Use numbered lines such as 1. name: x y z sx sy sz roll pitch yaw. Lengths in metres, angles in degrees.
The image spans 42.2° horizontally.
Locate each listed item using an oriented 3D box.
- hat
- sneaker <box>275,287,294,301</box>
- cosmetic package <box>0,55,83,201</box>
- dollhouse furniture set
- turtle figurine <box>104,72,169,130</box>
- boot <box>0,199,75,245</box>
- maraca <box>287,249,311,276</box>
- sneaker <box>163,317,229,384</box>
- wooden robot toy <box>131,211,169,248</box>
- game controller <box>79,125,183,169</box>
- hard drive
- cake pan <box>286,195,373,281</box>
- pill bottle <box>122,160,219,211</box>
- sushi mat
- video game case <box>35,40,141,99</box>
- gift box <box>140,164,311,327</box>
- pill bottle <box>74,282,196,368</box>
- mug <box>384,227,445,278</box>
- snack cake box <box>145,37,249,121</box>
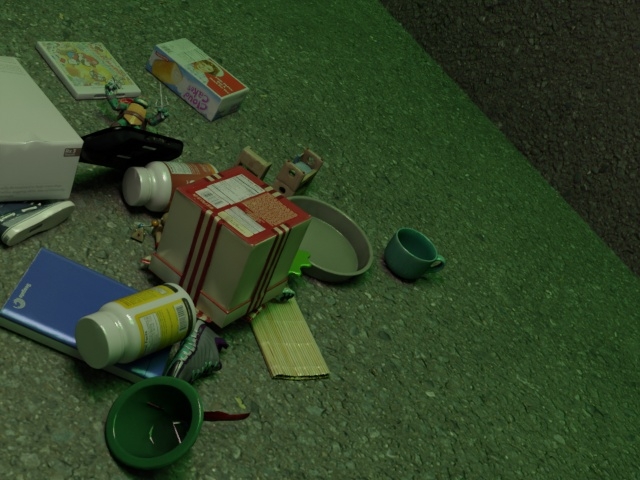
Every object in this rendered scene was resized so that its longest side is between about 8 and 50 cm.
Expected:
1. hat: -0.264 0.362 1.533 0.209 0.183 0.173 0 59 13
2. sneaker: -0.110 0.106 1.935 0.098 0.038 0.069 7 42 -36
3. cosmetic package: -0.697 -0.250 1.783 0.217 0.156 0.385 -4 41 -42
4. dollhouse furniture set: -0.114 -0.210 2.281 0.184 0.129 0.129 38 34 7
5. turtle figurine: -0.478 -0.323 2.138 0.175 0.118 0.234 13 52 -4
6. boot: -0.609 -0.062 1.741 0.086 0.069 0.190 45 36 7
7. maraca: -0.109 0.026 2.007 0.186 0.099 0.127 33 50 19
8. sneaker: -0.243 0.246 1.649 0.098 0.083 0.223 33 33 -9
9. wooden robot toy: -0.343 -0.027 1.908 0.173 0.079 0.076 8 41 -32
10. game controller: -0.446 -0.213 1.917 0.067 0.166 0.319 68 16 7
11. hard drive: -0.443 0.151 1.637 0.319 0.040 0.210 26 35 -11
12. cake pan: 0.000 0.000 2.180 0.293 0.054 0.293 22 35 -16
13. pill bottle: -0.356 -0.128 1.988 0.216 0.121 0.121 -3 48 -41
14. sushi mat: -0.095 0.187 1.898 0.151 0.019 0.316 5 42 -36
15. video game case: -0.634 -0.469 2.273 0.206 0.026 0.227 -14 55 -48
16. gift box: -0.217 0.019 1.780 0.255 0.258 0.276 39 36 23
17. pill bottle: -0.346 0.161 1.561 0.119 0.119 0.208 47 36 19
18. mug: 0.251 0.052 2.282 0.158 0.097 0.129 41 34 11
19. snack cake box: -0.363 -0.479 2.453 0.264 0.089 0.152 40 32 9
